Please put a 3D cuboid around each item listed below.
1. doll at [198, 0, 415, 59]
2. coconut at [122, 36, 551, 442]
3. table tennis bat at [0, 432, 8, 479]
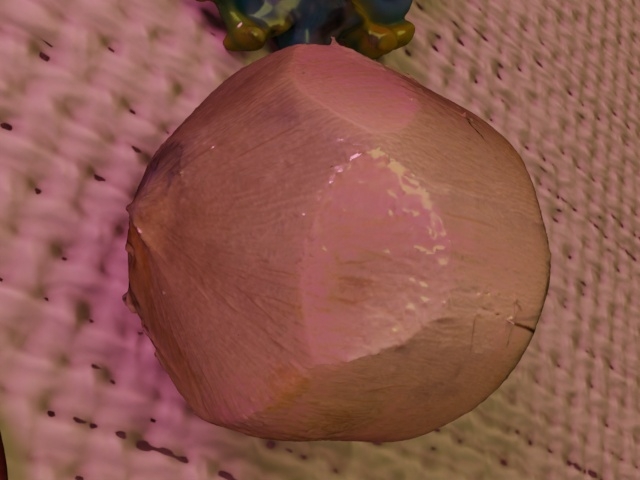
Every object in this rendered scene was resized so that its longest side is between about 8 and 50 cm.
[{"bbox_3d":[-0.045,-0.290,0.578,0.346,0.099,0.341,-18,100,-35],"label":"doll"},{"bbox_3d":[-0.001,0.001,0.433,0.230,0.227,0.227,20,65,-34],"label":"coconut"},{"bbox_3d":[-0.233,0.089,0.330,0.200,0.038,0.310,18,66,-35],"label":"table tennis bat"}]
